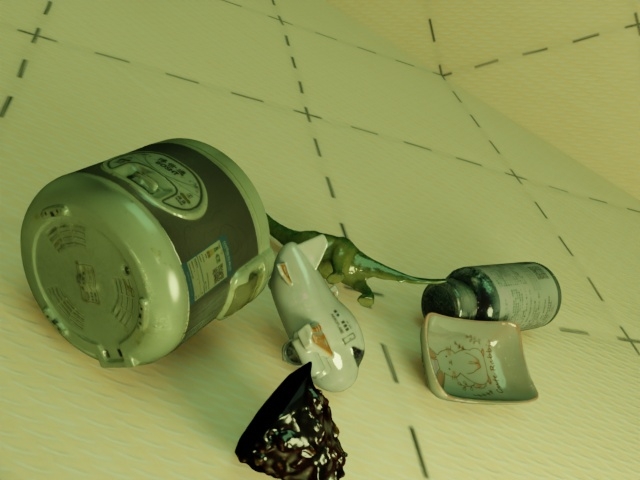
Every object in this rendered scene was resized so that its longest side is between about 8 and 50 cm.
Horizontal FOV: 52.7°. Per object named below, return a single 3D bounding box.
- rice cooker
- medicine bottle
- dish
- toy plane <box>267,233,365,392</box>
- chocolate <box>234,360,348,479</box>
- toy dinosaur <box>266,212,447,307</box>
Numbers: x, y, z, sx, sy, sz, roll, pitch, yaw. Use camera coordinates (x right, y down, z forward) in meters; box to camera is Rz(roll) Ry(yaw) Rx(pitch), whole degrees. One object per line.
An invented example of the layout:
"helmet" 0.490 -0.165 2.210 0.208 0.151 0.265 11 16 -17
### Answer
"rice cooker" -0.229 0.008 0.905 0.288 0.288 0.277 36 34 13
"medicine bottle" 0.333 0.117 1.268 0.293 0.141 0.141 -2 42 -37
"dish" 0.261 0.215 1.123 0.212 0.077 0.151 9 57 -25
"toy plane" -0.002 0.116 0.991 0.245 0.117 0.244 -23 90 -78
"chocolate" -0.020 0.263 0.844 0.133 0.156 0.156 42 33 -6
"toy dinosaur" 0.000 0.000 1.235 0.447 0.087 0.301 7 33 -8
